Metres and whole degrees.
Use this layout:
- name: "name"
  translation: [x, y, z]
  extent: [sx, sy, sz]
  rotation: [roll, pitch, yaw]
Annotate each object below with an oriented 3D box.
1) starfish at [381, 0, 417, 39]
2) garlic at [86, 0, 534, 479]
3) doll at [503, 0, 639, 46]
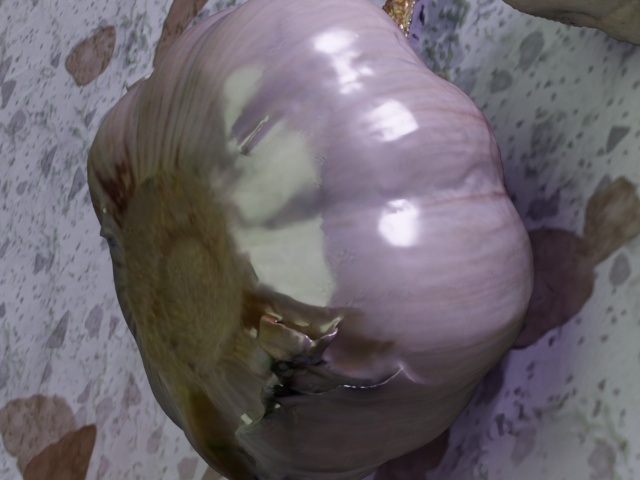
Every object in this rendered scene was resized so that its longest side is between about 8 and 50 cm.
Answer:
- name: "starfish"
  translation: [-0.002, -0.063, 1.423]
  extent: [0.231, 0.048, 0.295]
  rotation: [-6, 66, 40]
- name: "garlic"
  translation: [-0.014, 0.001, 1.218]
  extent: [0.322, 0.241, 0.321]
  rotation: [-11, 70, 35]
- name: "doll"
  translation: [0.224, -0.219, 1.165]
  extent: [0.278, 0.175, 0.149]
  rotation: [-34, 80, 26]
